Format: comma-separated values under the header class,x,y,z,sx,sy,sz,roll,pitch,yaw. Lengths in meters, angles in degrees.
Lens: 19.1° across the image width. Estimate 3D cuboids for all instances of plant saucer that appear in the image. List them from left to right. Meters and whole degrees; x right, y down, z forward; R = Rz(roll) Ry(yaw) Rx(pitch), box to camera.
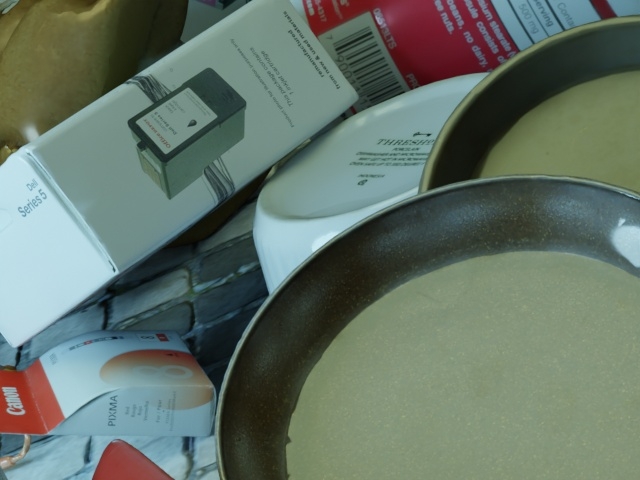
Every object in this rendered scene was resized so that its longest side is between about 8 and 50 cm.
class,x,y,z,sx,sy,sz,roll,pitch,yaw
plant saucer,0.095,0.091,1.068,0.310,0.050,0.311,-11,47,12
plant saucer,0.197,-0.021,1.184,0.277,0.041,0.278,-8,56,13

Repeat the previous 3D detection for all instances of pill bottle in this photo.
class,x,y,z,sx,sy,sz,roll,pitch,yaw
pill bottle,0.168,-0.221,1.559,0.407,0.229,0.229,-24,20,24

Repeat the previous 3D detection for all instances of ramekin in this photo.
class,x,y,z,sx,sy,sz,roll,pitch,yaw
ramekin,0.075,-0.015,1.369,0.273,0.127,0.273,-23,21,9

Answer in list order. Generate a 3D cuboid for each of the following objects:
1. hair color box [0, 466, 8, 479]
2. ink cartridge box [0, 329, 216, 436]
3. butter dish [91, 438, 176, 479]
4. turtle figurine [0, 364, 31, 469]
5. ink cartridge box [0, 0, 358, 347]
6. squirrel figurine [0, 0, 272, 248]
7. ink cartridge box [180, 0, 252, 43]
class,x,y,z,sx,sy,sz,roll,pitch,yaw
hair color box,-0.249,0.233,1.070,0.110,0.185,0.339,-20,22,12
ink cartridge box,-0.179,0.100,1.396,0.179,0.045,0.145,5,13,-17
butter dish,-0.078,0.209,1.040,0.160,0.118,0.160,22,91,63
turtle figurine,-0.337,0.065,1.490,0.269,0.087,0.217,8,76,19
ink cartridge box,-0.134,-0.054,1.448,0.273,0.115,0.198,-38,3,-36
squirrel figurine,-0.303,-0.093,1.746,0.370,0.281,0.397,12,53,36
ink cartridge box,-0.156,-0.199,1.882,0.239,0.275,0.060,-23,21,11
